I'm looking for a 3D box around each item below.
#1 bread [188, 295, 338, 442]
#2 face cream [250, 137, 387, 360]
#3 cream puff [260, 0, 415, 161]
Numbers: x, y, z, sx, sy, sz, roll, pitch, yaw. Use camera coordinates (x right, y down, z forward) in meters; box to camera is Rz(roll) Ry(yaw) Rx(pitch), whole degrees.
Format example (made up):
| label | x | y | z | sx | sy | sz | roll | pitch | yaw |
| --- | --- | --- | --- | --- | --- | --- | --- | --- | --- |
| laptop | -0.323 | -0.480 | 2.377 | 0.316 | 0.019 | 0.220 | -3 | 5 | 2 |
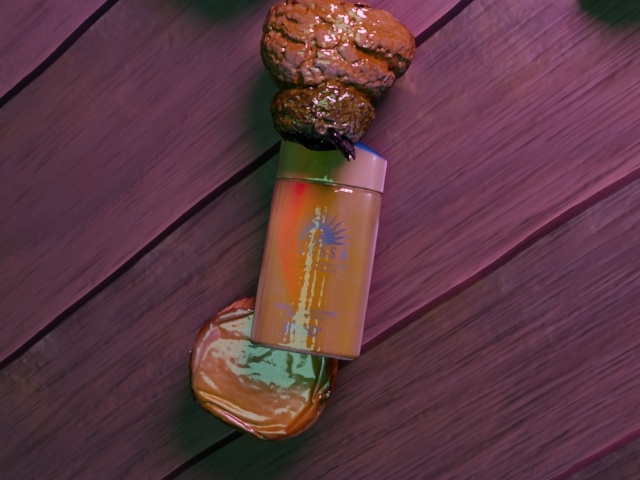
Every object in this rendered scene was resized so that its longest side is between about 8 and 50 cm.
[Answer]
| label | x | y | z | sx | sy | sz | roll | pitch | yaw |
| --- | --- | --- | --- | --- | --- | --- | --- | --- | --- |
| bread | -0.074 | 0.169 | 1.384 | 0.199 | 0.104 | 0.199 | 3 | 104 | 11 |
| face cream | 0.000 | 0.000 | 1.287 | 0.139 | 0.067 | 0.285 | 8 | 86 | 3 |
| cream puff | 0.011 | -0.179 | 1.202 | 0.183 | 0.183 | 0.168 | 10 | 84 | 13 |
